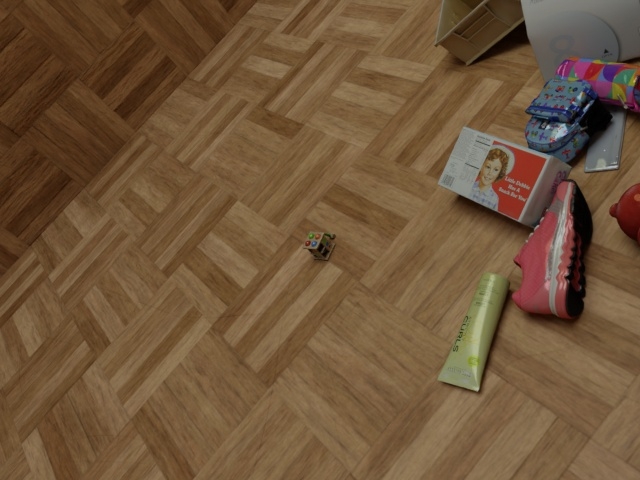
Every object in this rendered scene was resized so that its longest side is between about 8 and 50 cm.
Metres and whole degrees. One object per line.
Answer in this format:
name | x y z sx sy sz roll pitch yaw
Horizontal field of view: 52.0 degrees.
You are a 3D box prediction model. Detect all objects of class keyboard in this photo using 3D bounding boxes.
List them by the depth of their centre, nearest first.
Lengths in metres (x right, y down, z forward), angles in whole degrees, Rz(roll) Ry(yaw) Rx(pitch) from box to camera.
keyboard | 0.642 -0.256 1.466 0.072 0.014 0.256 -7 51 43

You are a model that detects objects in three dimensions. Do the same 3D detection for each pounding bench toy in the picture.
pounding bench toy | 0.000 0.000 1.735 0.052 0.065 0.083 4 58 42

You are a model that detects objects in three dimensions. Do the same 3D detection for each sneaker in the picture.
sneaker | 0.453 0.007 1.311 0.136 0.116 0.314 -6 52 38

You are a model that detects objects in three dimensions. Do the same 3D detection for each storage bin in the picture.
storage bin | 0.462 -0.671 1.826 0.260 0.123 0.262 -35 33 50

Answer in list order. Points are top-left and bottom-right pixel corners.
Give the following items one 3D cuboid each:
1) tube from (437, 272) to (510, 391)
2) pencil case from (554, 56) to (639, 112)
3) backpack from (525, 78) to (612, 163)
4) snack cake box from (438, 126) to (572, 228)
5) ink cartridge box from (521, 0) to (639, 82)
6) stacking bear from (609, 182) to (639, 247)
tube | 0.316 0.181 1.319 0.240 0.062 0.070 -65 3 -17
pencil case | 0.638 -0.350 1.466 0.104 0.104 0.236 -47 34 -4
backpack | 0.533 -0.259 1.475 0.173 0.117 0.158 -51 34 -1
snack cake box | 0.403 -0.143 1.464 0.264 0.089 0.152 36 106 50
ink cartridge box | 0.605 -0.570 1.476 0.308 0.385 0.091 -10 41 34
stacking bear | 0.632 -0.002 1.144 0.175 0.164 0.289 -37 35 8
